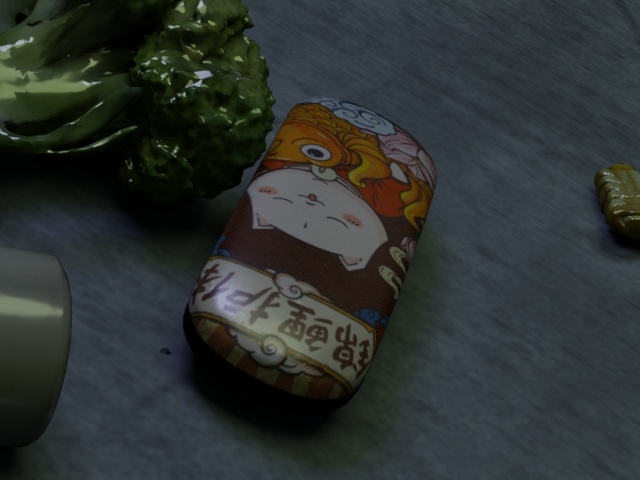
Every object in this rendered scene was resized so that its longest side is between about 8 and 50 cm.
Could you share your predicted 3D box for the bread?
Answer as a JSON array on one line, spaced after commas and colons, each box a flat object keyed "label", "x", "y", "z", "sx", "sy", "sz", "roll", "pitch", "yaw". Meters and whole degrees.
[{"label": "bread", "x": 0.255, "y": -0.031, "z": 1.353, "sx": 0.049, "sy": 0.034, "sz": 0.088, "roll": 2, "pitch": 35, "yaw": -10}]

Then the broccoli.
[{"label": "broccoli", "x": -0.186, "y": -0.150, "z": 1.077, "sx": 0.302, "sy": 0.186, "sz": 0.254, "roll": 11, "pitch": 46, "yaw": -32}]

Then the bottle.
[{"label": "bottle", "x": -0.255, "y": 0.042, "z": 0.845, "sx": 0.233, "sy": 0.110, "sz": 0.110, "roll": 10, "pitch": 38, "yaw": -22}]

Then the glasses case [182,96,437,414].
[{"label": "glasses case", "x": 0.000, "y": 0.000, "z": 1.096, "sx": 0.122, "sy": 0.082, "sz": 0.321, "roll": 29, "pitch": 34, "yaw": -3}]
